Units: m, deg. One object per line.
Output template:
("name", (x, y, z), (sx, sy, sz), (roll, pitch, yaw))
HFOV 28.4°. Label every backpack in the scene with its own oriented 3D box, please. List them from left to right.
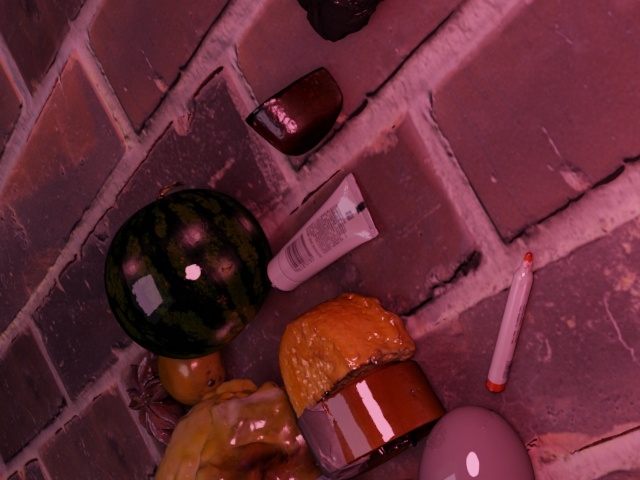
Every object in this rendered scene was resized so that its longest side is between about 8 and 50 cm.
("backpack", (0.028, -0.306, 1.475), (0.165, 0.106, 0.120), (126, 120, -78))

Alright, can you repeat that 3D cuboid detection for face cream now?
("face cream", (0.000, 0.000, 1.759), (0.243, 0.058, 0.092), (-40, 69, 51))

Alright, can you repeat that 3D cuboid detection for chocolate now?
("chocolate", (-0.022, -0.159, 1.655), (0.080, 0.125, 0.148), (54, -176, 4))

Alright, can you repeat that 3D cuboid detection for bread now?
("bread", (0.024, 0.150, 1.729), (0.139, 0.143, 0.229), (58, 145, 12))

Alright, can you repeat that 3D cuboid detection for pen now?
("pen", (0.227, 0.098, 1.507), (0.026, 0.026, 0.218), (41, 140, 35))

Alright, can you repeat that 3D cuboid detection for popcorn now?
("popcorn", (-0.115, 0.376, 1.963), (0.312, 0.312, 0.312), (34, 135, 41))

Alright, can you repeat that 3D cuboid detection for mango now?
("mango", (-0.230, 0.221, 2.198), (0.137, 0.098, 0.195), (65, 156, -3))

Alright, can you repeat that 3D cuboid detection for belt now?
("belt", (0.068, 0.239, 1.664), (0.105, 0.184, 0.261), (61, 180, 13))

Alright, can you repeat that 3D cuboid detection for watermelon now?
("watermelon", (-0.201, 0.051, 1.907), (0.269, 0.269, 0.269), (34, 135, 41))

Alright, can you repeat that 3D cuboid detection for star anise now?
("star anise", (-0.302, 0.309, 2.379), (0.197, 0.073, 0.212), (65, 151, 9))

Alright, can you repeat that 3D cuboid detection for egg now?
("egg", (0.194, 0.301, 1.571), (0.146, 0.146, 0.199), (15, 113, 52))

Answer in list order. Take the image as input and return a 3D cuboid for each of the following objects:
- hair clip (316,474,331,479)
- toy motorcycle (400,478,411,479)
("hair clip", (0.030, 0.318, 1.810), (0.062, 0.214, 0.056), (-36, 89, 16))
("toy motorcycle", (0.029, 0.473, 1.764), (0.182, 0.319, 0.241), (62, 166, 19))
